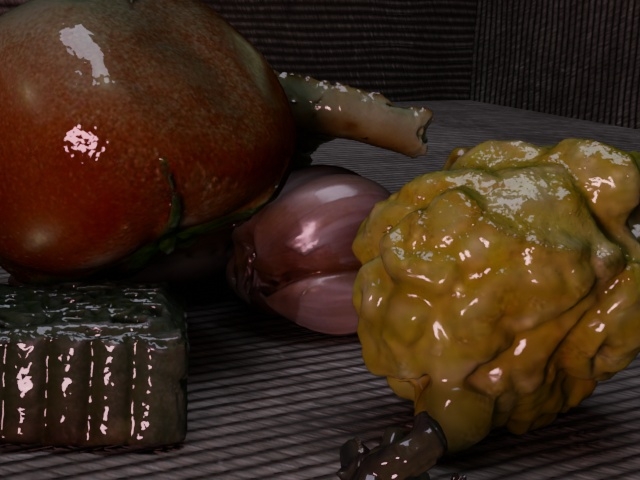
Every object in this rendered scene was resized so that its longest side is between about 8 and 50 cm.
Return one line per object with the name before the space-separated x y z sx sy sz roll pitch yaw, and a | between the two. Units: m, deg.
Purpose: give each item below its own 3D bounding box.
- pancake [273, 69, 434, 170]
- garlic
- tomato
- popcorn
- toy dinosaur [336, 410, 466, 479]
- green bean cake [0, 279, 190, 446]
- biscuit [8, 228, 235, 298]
pancake | -0.069 -0.098 1.366 0.377 0.054 0.197 -4 -26 24
garlic | 0.000 0.000 1.341 0.191 0.160 0.214 6 13 -19
tomato | -0.178 -0.097 1.171 0.304 0.239 0.303 -24 -4 -2
popcorn | 0.146 0.035 1.037 0.235 0.241 0.250 13 18 29
toy dinosaur | 0.013 0.183 0.826 0.179 0.087 0.187 -33 -5 1
green bean cake | -0.187 0.087 1.033 0.173 0.094 0.181 1 11 -5
biscuit | -0.208 -0.016 1.474 0.268 0.115 0.366 2 13 -7
